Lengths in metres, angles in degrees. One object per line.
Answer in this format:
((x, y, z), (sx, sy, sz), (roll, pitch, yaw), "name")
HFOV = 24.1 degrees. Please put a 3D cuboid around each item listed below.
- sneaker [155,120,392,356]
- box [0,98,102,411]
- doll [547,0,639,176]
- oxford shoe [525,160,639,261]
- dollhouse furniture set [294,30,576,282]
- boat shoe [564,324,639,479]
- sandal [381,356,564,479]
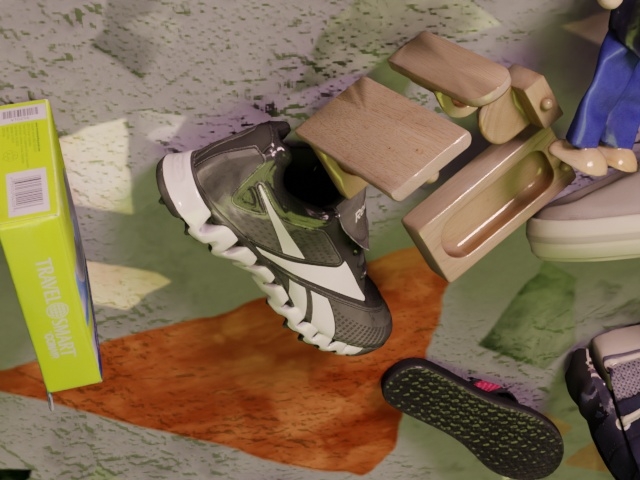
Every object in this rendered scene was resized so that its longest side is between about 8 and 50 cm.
((0.000, 0.000, 1.006), (0.106, 0.078, 0.234), (-29, 133, 20), "sneaker")
((-0.173, 0.013, 0.955), (0.042, 0.109, 0.178), (-10, 137, -6), "box")
((0.204, -0.133, 0.915), (0.129, 0.046, 0.189), (-7, 125, -49), "doll")
((0.344, -0.087, 0.976), (0.449, 0.169, 0.130), (-19, 96, 17), "oxford shoe")
((0.100, -0.039, 0.924), (0.144, 0.123, 0.151), (-39, 123, -9), "dollhouse furniture set")
((0.377, 0.130, 1.175), (0.340, 0.158, 0.127), (-15, 137, 2), "boat shoe")
((0.127, 0.137, 1.218), (0.179, 0.040, 0.067), (32, 117, -20), "sandal")
